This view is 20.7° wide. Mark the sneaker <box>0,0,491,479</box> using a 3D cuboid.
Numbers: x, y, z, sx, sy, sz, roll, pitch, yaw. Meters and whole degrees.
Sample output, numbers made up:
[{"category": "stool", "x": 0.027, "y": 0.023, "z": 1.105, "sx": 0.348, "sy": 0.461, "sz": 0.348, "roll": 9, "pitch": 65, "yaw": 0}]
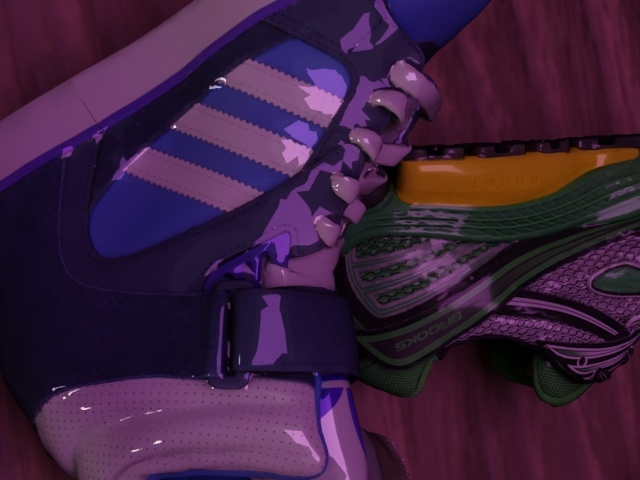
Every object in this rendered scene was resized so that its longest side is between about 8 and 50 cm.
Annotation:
[{"category": "sneaker", "x": 0.000, "y": 0.000, "z": 0.823, "sx": 0.323, "sy": 0.130, "sz": 0.236, "roll": -30, "pitch": 78, "yaw": 2}]

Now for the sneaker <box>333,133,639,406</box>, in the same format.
[{"category": "sneaker", "x": 0.155, "y": 0.013, "z": 0.982, "sx": 0.344, "sy": 0.134, "sz": 0.146, "roll": -4, "pitch": 94, "yaw": -18}]

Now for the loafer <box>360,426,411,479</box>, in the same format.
[{"category": "loafer", "x": 0.030, "y": 0.209, "z": 0.916, "sx": 0.087, "sy": 0.094, "sz": 0.251, "roll": -19, "pitch": 104, "yaw": -51}]
